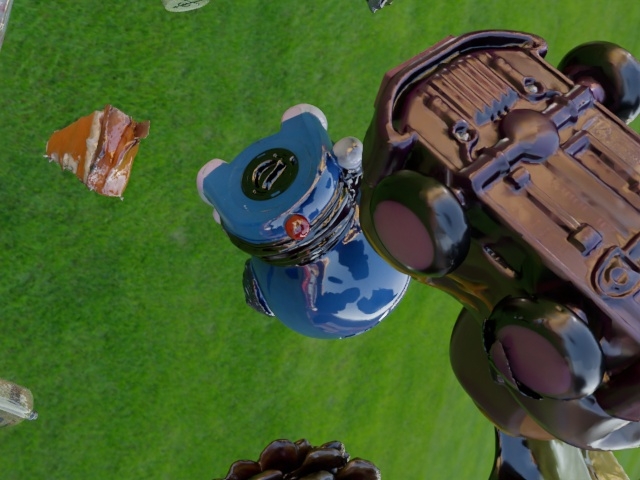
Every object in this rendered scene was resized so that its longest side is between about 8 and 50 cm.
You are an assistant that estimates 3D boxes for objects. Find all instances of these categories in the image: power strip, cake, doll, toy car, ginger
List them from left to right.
[{"bbox_3d":[-0.612,0.238,1.072,0.092,0.066,0.387,-24,144,17],"label":"power strip"},{"bbox_3d":[-0.379,-0.130,1.089,0.098,0.287,0.135,13,79,-38],"label":"cake"},{"bbox_3d":[0.000,0.000,0.911,0.284,0.240,0.310,-23,141,12],"label":"doll"},{"bbox_3d":[0.176,0.011,0.547,0.271,0.340,0.240,-34,162,-27],"label":"toy car"},{"bbox_3d":[0.370,0.327,0.856,0.413,0.211,0.358,42,52,-48],"label":"ginger"}]

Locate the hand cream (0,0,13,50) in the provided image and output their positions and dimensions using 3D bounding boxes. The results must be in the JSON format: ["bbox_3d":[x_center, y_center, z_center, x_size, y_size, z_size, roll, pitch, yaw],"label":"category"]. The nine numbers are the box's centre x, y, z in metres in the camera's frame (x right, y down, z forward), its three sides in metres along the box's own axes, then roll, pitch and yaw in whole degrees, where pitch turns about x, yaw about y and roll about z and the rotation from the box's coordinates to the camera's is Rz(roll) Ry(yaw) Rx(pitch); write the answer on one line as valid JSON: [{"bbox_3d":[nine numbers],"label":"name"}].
[{"bbox_3d":[-0.323,-0.250,0.660,0.043,0.067,0.209,7,135,-41],"label":"hand cream"}]

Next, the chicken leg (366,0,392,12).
[{"bbox_3d":[0.141,-0.287,0.615,0.051,0.253,0.105,-3,88,-50],"label":"chicken leg"}]

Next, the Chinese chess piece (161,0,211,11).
[{"bbox_3d":[-0.226,-0.411,1.113,0.084,0.084,0.034,-20,98,-48],"label":"Chinese chess piece"}]

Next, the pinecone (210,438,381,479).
[{"bbox_3d":[-0.008,0.331,0.666,0.224,0.272,0.224,-14,129,-17],"label":"pinecone"}]
